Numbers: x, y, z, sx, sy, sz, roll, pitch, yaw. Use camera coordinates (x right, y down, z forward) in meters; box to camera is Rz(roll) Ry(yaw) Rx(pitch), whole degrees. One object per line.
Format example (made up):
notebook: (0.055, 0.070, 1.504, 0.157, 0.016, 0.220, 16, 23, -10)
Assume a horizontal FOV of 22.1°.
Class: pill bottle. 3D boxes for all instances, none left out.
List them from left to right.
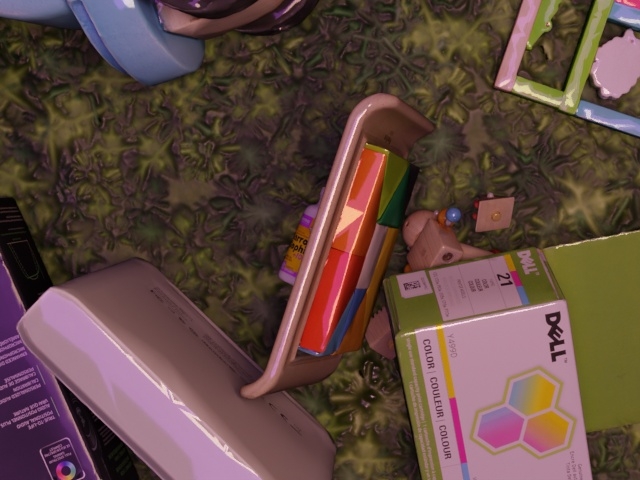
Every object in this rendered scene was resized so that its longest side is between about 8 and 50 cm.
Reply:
pill bottle: (0.000, 0.000, 1.331, 0.043, 0.043, 0.083, 22, 92, 1)

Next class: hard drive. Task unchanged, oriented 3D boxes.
hard drive: (-0.087, 0.112, 1.181, 0.233, 0.353, 0.047, 44, 93, 0)

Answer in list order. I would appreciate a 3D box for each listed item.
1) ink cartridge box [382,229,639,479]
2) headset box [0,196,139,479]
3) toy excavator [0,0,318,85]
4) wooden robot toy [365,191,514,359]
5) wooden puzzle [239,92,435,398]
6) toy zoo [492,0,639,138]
ink cartridge box: (0.191, 0.102, 1.272, 0.255, 0.097, 0.188, -12, 116, 1)
headset box: (-0.309, 0.141, 1.298, 0.246, 0.131, 0.283, -23, 91, 3)
toy excavator: (-0.271, -0.296, 1.261, 0.445, 0.222, 0.432, -20, 90, 10)
wooden robot toy: (0.093, 0.012, 1.326, 0.076, 0.079, 0.173, 16, 119, -30)
wooden puzzle: (0.025, 0.011, 1.242, 0.044, 0.221, 0.238, 23, 93, 12)
toy zoo: (0.308, -0.166, 1.326, 0.293, 0.030, 0.192, 18, 92, 0)
